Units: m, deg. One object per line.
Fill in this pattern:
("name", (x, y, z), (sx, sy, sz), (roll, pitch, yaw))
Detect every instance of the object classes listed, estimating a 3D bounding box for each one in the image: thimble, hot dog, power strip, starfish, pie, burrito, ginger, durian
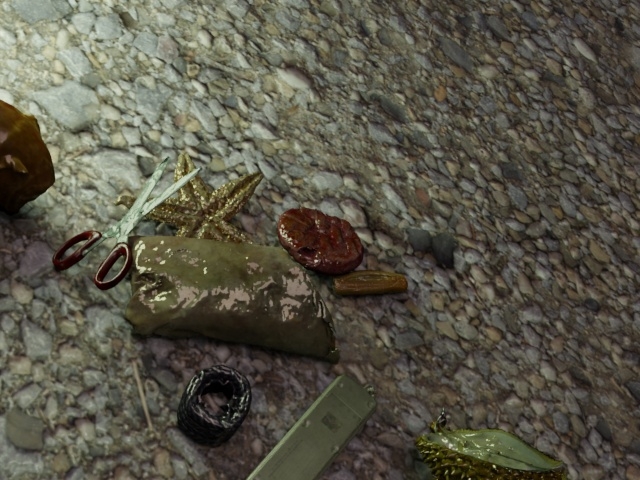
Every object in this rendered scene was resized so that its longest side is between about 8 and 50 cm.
("thimble", (-0.150, 0.231, 1.377), (0.095, 0.066, 0.104), (19, 49, -11))
("hot dog", (0.080, 0.069, 1.605), (0.137, 0.028, 0.044), (-4, 74, -23))
("power strip", (-0.016, 0.297, 1.395), (0.078, 0.052, 0.272), (40, 53, 7))
("starfish", (-0.169, -0.048, 1.573), (0.295, 0.048, 0.231), (24, 51, -7))
("pie", (0.000, 0.000, 1.595), (0.154, 0.036, 0.154), (16, 38, -13))
("burrito", (-0.130, 0.077, 1.468), (0.348, 0.107, 0.175), (10, 71, -14))
("ginger", (-0.578, -0.186, 1.422), (0.418, 0.176, 0.254), (16, 58, -5))
("durian", (0.230, 0.348, 1.416), (0.193, 0.138, 0.237), (3, 13, -29))

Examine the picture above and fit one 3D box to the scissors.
("scissors", (-0.280, -0.035, 1.457), (0.144, 0.017, 0.247), (20, 60, 37))
